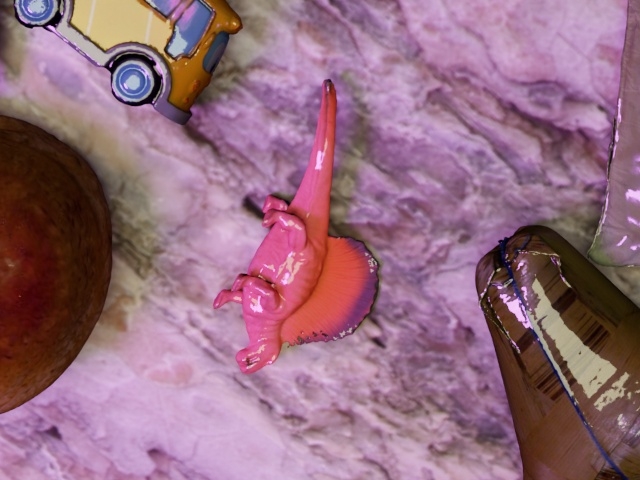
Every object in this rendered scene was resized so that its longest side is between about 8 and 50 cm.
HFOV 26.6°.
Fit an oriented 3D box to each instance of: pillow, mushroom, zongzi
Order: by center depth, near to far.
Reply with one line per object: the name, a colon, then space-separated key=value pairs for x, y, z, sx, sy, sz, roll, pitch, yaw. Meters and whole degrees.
pillow: x=0.344 y=-0.106 z=1.194 sx=0.185 sy=0.075 sz=0.302 roll=6 pitch=103 yaw=6
mushroom: x=-0.328 y=0.031 z=1.220 sx=0.283 sy=0.195 sz=0.263 roll=-36 pitch=104 yaw=12
zongzi: x=0.190 y=0.159 z=1.250 sx=0.260 sy=0.123 sz=0.289 roll=42 pitch=107 yaw=-1

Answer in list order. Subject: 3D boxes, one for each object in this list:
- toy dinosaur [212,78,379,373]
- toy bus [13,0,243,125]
toy dinosaur: x=0.005 y=0.006 z=1.261 sx=0.139 sy=0.070 sz=0.286 roll=24 pitch=101 yaw=-12
toy bus: x=-0.170 y=-0.207 z=1.188 sx=0.209 sy=0.126 sz=0.136 roll=39 pitch=95 yaw=-5
